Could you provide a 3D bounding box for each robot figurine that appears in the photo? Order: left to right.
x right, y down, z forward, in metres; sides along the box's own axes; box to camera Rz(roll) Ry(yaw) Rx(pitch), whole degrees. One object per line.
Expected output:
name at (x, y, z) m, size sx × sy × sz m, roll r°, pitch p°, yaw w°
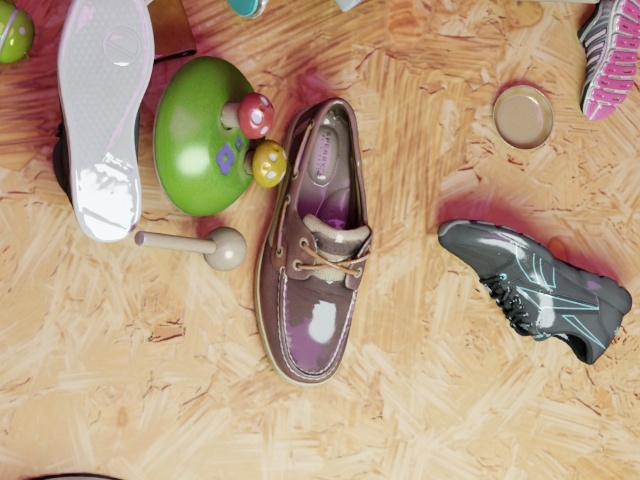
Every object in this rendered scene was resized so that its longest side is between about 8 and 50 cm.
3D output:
robot figurine at (-0.377, -0.244, 1.472) m, size 0.115 × 0.067 × 0.101 m, roll 24°, pitch 49°, yaw -10°

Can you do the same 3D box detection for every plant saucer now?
plant saucer at (0.255, -0.155, 1.646) m, size 0.083 × 0.015 × 0.083 m, roll 1°, pitch 86°, yaw -14°

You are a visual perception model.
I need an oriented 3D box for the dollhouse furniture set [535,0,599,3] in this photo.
dollhouse furniture set at (0.214, -0.496, 1.502) m, size 0.394 × 0.362 × 0.256 m, roll 39°, pitch 74°, yaw -38°

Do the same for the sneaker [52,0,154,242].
sneaker at (-0.252, -0.156, 1.443) m, size 0.104 × 0.147 × 0.296 m, roll -2°, pitch 102°, yaw -21°

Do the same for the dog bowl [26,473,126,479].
dog bowl at (-0.266, 0.464, 1.399) m, size 0.408 × 0.150 × 0.408 m, roll 1°, pitch 85°, yaw -13°

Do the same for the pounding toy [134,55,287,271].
pounding toy at (-0.097, -0.088, 1.456) m, size 0.110 × 0.183 × 0.237 m, roll 7°, pitch 83°, yaw 30°

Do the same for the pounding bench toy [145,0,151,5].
pounding bench toy at (-0.217, -0.291, 1.459) m, size 0.083 × 0.052 × 0.065 m, roll -45°, pitch 107°, yaw -18°

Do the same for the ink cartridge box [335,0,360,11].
ink cartridge box at (0.043, -0.399, 1.541) m, size 0.189 × 0.066 × 0.232 m, roll 52°, pitch 51°, yaw -5°

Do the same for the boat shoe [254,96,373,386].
boat shoe at (0.000, 0.000, 1.515) m, size 0.123 × 0.123 × 0.342 m, roll 9°, pitch 83°, yaw -13°

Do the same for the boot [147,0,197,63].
boot at (-0.295, -0.325, 1.504) m, size 0.264 × 0.096 × 0.280 m, roll -11°, pitch 94°, yaw -24°

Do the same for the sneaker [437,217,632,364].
sneaker at (0.256, 0.059, 1.586) m, size 0.267 × 0.101 × 0.106 m, roll 26°, pitch 82°, yaw -10°

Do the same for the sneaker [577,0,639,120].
sneaker at (0.362, -0.240, 1.660) m, size 0.063 × 0.075 × 0.170 m, roll 4°, pitch 107°, yaw -31°

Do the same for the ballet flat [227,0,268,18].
ballet flat at (-0.109, -0.385, 1.548) m, size 0.077 × 0.091 × 0.241 m, roll -32°, pitch 99°, yaw -46°
